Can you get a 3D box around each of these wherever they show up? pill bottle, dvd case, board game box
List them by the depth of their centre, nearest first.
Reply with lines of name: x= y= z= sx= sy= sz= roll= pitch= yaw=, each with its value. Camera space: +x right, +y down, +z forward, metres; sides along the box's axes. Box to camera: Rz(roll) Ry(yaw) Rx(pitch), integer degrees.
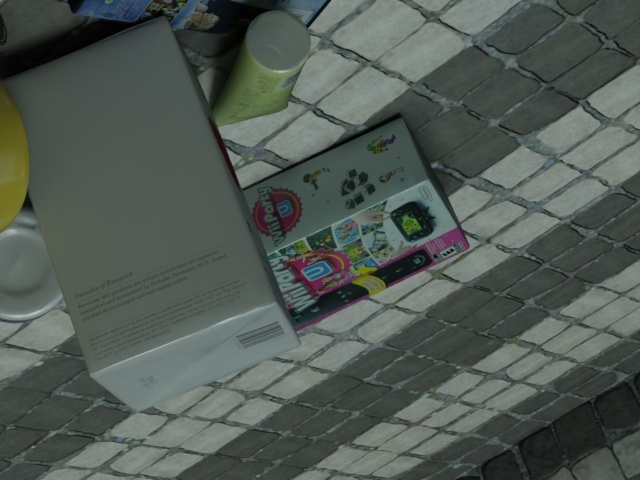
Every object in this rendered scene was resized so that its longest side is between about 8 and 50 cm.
dvd case: x=-0.077 y=-0.251 z=1.457 sx=0.253 sy=0.022 sz=0.180 roll=3 pitch=143 yaw=-40
pill bottle: x=-0.309 y=0.028 z=1.649 sx=0.112 sy=0.112 sz=0.186 roll=-15 pitch=179 yaw=-13
board game box: x=0.000 y=0.000 z=1.895 sx=0.303 sy=0.097 sz=0.224 roll=-25 pitch=153 yaw=8

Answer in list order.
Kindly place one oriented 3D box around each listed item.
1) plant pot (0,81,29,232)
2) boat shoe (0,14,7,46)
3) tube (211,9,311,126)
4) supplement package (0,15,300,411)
plant pot: x=-0.384 y=-0.061 z=1.360 sx=0.239 sy=0.254 sz=0.254 roll=-16 pitch=157 yaw=-47
boat shoe: x=-0.283 y=-0.222 z=1.293 sx=0.073 sy=0.080 sz=0.223 roll=-17 pitch=149 yaw=2
tube: x=-0.060 y=-0.155 z=1.587 sx=0.070 sy=0.062 sz=0.240 roll=26 pitch=164 yaw=-3
supplement package: x=-0.156 y=-0.021 z=1.497 sx=0.175 sy=0.293 sz=0.177 roll=-22 pitch=163 yaw=1
